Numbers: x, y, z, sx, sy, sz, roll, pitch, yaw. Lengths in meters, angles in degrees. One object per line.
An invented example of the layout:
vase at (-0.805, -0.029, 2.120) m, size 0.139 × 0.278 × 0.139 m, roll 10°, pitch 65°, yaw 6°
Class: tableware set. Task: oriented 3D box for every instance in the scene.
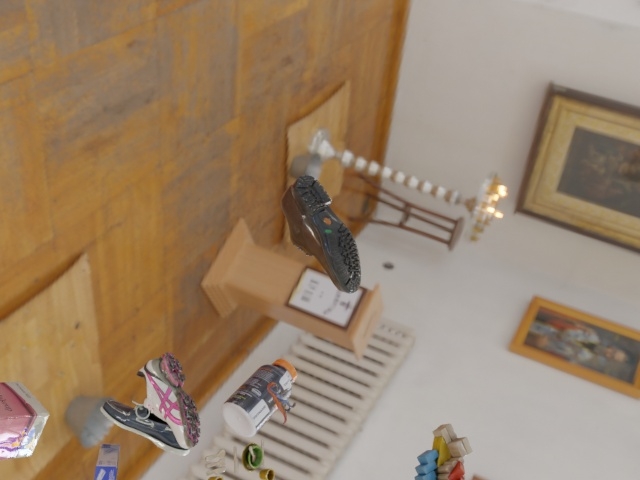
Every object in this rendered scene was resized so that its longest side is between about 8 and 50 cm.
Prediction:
tableware set at (-0.130, 0.391, 1.271) m, size 0.154 × 0.024 × 0.104 m, roll 3°, pitch 83°, yaw -55°

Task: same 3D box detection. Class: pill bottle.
pill bottle at (-0.172, 0.458, 2.301) m, size 0.245 × 0.130 × 0.131 m, roll -42°, pitch 148°, yaw -42°

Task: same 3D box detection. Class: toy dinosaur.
toy dinosaur at (-0.100, 0.386, 1.882) m, size 0.047 × 0.082 × 0.090 m, roll -40°, pitch -158°, yaw 45°

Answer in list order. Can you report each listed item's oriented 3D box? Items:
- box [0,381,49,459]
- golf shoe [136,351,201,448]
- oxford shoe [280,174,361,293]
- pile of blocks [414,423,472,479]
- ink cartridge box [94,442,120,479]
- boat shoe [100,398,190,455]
box at (-0.779, 0.419, 1.782) m, size 0.232 × 0.148 × 0.127 m, roll 11°, pitch 108°, yaw -57°
golf shoe at (-0.282, 0.307, 1.440) m, size 0.086 × 0.186 × 0.067 m, roll -28°, pitch 155°, yaw 6°
oxford shoe at (0.000, 0.000, 1.405) m, size 0.082 × 0.227 × 0.096 m, roll -17°, pitch 166°, yaw -47°
pile of blocks at (0.312, 0.648, 1.994) m, size 0.112 × 0.148 × 0.362 m, roll -32°, pitch -136°, yaw 57°
ink cartridge box at (-0.458, 0.505, 1.650) m, size 0.207 × 0.046 × 0.097 m, roll 168°, pitch -73°, yaw -76°
boat shoe at (-0.426, 0.446, 1.916) m, size 0.079 × 0.254 × 0.095 m, roll -68°, pitch 163°, yaw 3°
